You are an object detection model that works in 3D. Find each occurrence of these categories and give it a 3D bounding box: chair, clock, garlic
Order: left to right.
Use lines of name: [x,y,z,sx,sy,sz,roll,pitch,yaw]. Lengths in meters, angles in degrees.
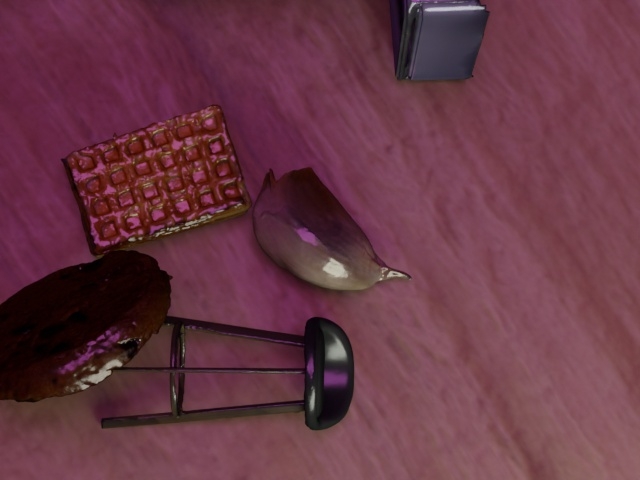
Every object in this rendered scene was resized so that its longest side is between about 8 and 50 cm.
chair: [-0.080,0.110,1.491,0.221,0.095,0.104,1,88,-2]
garlic: [-0.001,-0.001,1.535,0.084,0.066,0.152,-41,79,-12]
clock: [0.099,-0.233,1.530,0.073,0.193,0.145,-4,76,-1]

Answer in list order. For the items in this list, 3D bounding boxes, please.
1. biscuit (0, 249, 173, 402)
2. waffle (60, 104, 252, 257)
biscuit: [-0.207,0.073,1.460,0.192,0.192,0.049,-32,112,-9]
waffle: [-0.143,-0.051,1.554,0.148,0.042,0.102,-18,76,-6]
